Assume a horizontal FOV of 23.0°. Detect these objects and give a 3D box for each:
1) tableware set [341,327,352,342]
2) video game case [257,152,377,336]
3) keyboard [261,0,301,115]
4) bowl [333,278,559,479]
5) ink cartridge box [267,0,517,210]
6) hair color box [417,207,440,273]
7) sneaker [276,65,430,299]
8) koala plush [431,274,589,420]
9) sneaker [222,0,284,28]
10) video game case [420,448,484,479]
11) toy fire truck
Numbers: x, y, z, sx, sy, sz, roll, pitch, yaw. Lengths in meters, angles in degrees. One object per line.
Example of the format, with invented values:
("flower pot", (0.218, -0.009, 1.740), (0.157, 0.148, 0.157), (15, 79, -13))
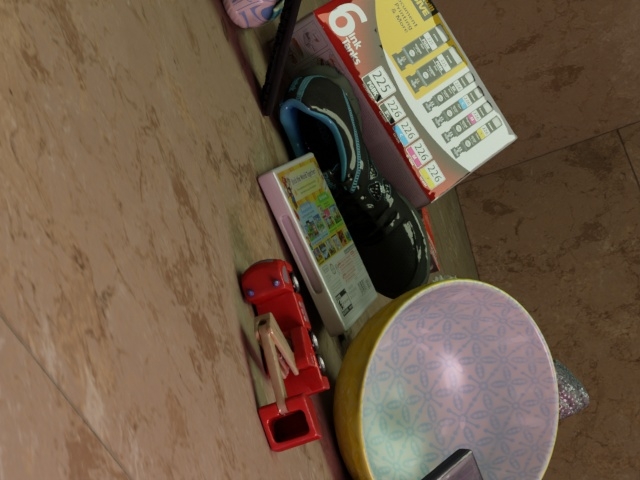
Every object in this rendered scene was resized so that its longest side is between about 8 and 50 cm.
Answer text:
("tableware set", (0.007, 0.047, 1.962), (0.141, 0.020, 0.169), (30, 42, -75))
("video game case", (0.000, 0.000, 1.911), (0.206, 0.026, 0.227), (66, 14, -3))
("keyboard", (-0.046, -0.256, 1.976), (0.108, 0.023, 0.180), (-82, -172, -60))
("bowl", (0.114, 0.189, 1.790), (0.156, 0.289, 0.289), (-3, -68, 55))
("ink cartridge box", (0.125, -0.228, 2.235), (0.272, 0.130, 0.309), (-37, 97, -35))
("hair color box", (0.135, -0.003, 2.563), (0.167, 0.093, 0.053), (-97, 164, -53))
("sneaker", (0.032, -0.060, 2.092), (0.341, 0.125, 0.139), (61, 22, -9))
("koala plush", (0.197, 0.148, 1.961), (0.221, 0.203, 0.196), (66, 10, 9))
("sneaker", (-0.073, -0.326, 2.049), (0.237, 0.086, 0.085), (-79, 147, -74))
("video game case", (0.142, 0.391, 1.682), (0.196, 0.026, 0.274), (-33, 109, -38))
("toy fire truck", (-0.038, 0.106, 1.513), (0.135, 0.047, 0.192), (28, 43, -74))
